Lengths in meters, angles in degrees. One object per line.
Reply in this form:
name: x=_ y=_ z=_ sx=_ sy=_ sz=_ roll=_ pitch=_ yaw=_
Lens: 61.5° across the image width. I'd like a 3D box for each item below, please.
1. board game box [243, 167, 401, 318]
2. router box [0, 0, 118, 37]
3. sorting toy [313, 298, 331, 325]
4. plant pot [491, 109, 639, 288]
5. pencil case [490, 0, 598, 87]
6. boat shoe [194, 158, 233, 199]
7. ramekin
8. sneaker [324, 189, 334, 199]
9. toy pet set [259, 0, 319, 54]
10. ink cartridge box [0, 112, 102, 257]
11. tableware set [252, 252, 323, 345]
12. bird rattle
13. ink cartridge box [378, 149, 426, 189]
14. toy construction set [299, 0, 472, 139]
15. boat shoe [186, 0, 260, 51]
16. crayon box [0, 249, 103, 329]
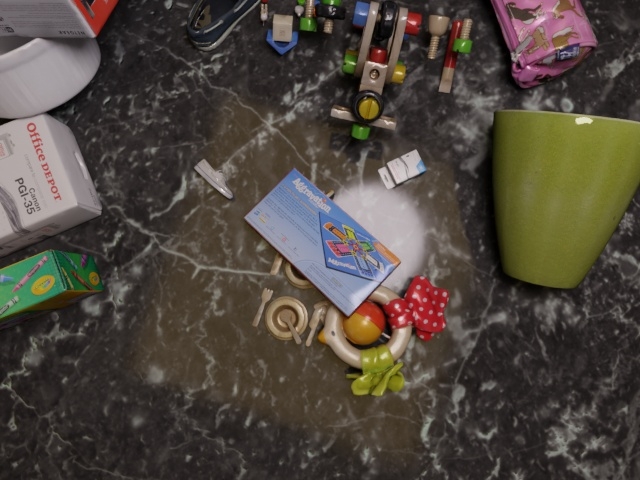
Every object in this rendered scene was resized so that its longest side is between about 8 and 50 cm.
board game box: x=0.000 y=0.000 z=1.021 sx=0.281 sy=0.027 sz=0.145 roll=43 pitch=83 yaw=16
router box: x=-0.480 y=-0.484 z=0.921 sx=0.335 sy=0.082 sz=0.301 roll=7 pitch=63 yaw=16
sorting toy: x=0.036 y=0.136 z=1.065 sx=0.083 sy=0.012 sz=0.062 roll=-29 pitch=81 yaw=0
plant pot: x=0.432 y=-0.071 z=0.982 sx=0.274 sy=0.275 sz=0.294 roll=7 pitch=101 yaw=0
pencil case: x=0.397 y=-0.505 z=1.055 sx=0.160 sy=0.167 sz=0.386 roll=-22 pitch=84 yaw=31
boat shoe: x=-0.207 y=-0.125 z=1.078 sx=0.100 sy=0.035 sz=0.035 roll=43 pitch=89 yaw=10
ramekin: x=-0.552 y=-0.355 z=0.997 sx=0.277 sy=0.135 sz=0.277 roll=-5 pitch=54 yaw=7
sneaker: x=0.005 y=-0.063 z=1.078 sx=0.037 sy=0.032 sz=0.083 roll=40 pitch=88 yaw=-13
toy pet set: x=-0.066 y=-0.441 z=1.106 sx=0.122 sy=0.065 sz=0.114 roll=4 pitch=50 yaw=-3
ink cartridge box: x=-0.603 y=-0.096 z=1.031 sx=0.283 sy=0.117 sz=0.207 roll=-24 pitch=84 yaw=-2
tableware set: x=-0.049 y=0.101 z=1.049 sx=0.128 sy=0.039 sz=0.194 roll=19 pitch=85 yaw=7
bird rattle: x=0.112 y=0.163 z=1.004 sx=0.207 sy=0.143 sz=0.253 roll=30 pitch=84 yaw=8
ink cartridge box: x=0.164 y=-0.142 z=1.082 sx=0.083 sy=0.028 sz=0.048 roll=-26 pitch=85 yaw=-2
toy construction set: x=0.134 y=-0.319 z=1.035 sx=0.308 sy=0.257 sz=0.237 roll=-1 pitch=111 yaw=-23
boat shoe: x=-0.185 y=-0.504 z=1.089 sx=0.095 sy=0.079 sz=0.254 roll=40 pitch=86 yaw=3
crayon box: x=-0.570 y=0.109 z=0.989 sx=0.278 sy=0.165 sz=0.081 roll=-22 pitch=85 yaw=-2
